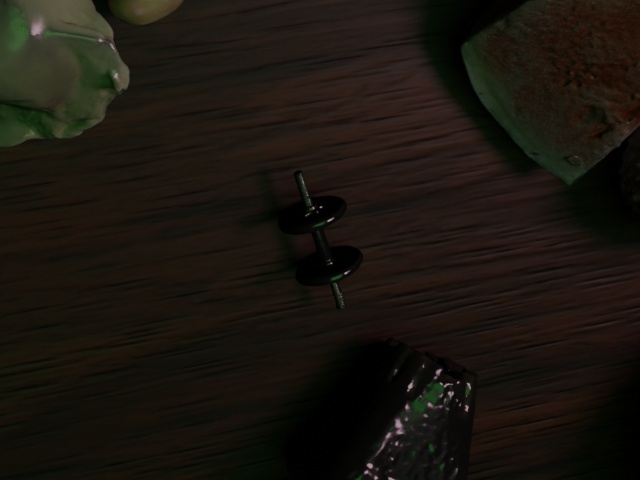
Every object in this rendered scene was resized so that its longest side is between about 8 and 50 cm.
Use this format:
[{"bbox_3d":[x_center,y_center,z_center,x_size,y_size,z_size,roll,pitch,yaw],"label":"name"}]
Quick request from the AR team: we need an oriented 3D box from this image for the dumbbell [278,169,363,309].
[{"bbox_3d":[0.000,0.000,1.614,0.069,0.069,0.147,-23,113,-11],"label":"dumbbell"}]

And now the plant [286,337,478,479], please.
[{"bbox_3d":[0.062,0.227,1.670,0.164,0.142,0.256,26,85,-24],"label":"plant"}]

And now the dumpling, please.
[{"bbox_3d":[-0.286,-0.171,1.432,0.258,0.147,0.193,30,131,-2],"label":"dumpling"}]

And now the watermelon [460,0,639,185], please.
[{"bbox_3d":[0.275,-0.184,1.581,0.213,0.201,0.261,38,96,-17],"label":"watermelon"}]

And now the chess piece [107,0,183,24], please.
[{"bbox_3d":[-0.209,-0.319,1.432,0.139,0.124,0.307,-45,123,-35],"label":"chess piece"}]

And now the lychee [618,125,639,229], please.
[{"bbox_3d":[0.375,-0.068,1.666,0.165,0.165,0.197,-42,157,-2],"label":"lychee"}]
